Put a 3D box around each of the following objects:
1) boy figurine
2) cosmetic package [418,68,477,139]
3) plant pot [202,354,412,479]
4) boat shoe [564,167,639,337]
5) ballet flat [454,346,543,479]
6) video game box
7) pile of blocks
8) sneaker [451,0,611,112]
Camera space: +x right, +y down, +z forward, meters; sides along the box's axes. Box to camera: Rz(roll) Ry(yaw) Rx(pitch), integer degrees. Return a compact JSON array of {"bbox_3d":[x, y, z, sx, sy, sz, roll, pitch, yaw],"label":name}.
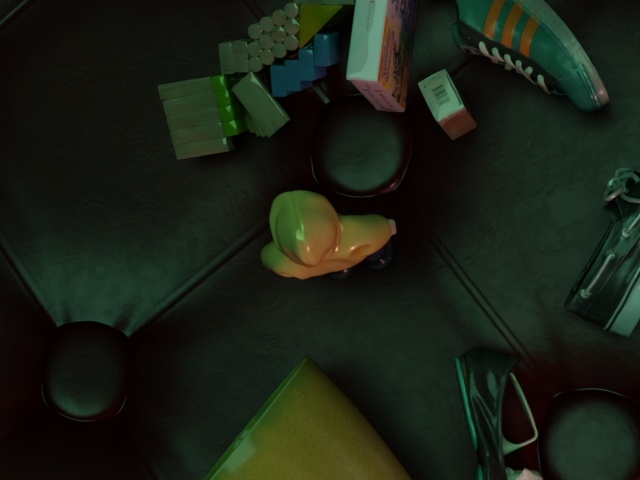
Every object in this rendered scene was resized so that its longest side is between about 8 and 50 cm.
[{"bbox_3d":[0.000,0.000,1.679,0.177,0.285,0.092,-15,79,17],"label":"boy figurine"},{"bbox_3d":[0.165,-0.174,1.740,0.041,0.115,0.060,-28,77,10],"label":"cosmetic package"},{"bbox_3d":[0.011,0.338,1.662,0.293,0.275,0.275,39,95,2],"label":"plant pot"},{"bbox_3d":[0.394,-0.038,1.658,0.105,0.113,0.306,25,100,3],"label":"boat shoe"},{"bbox_3d":[0.225,0.270,1.681,0.096,0.095,0.280,-4,82,4],"label":"ballet flat"},{"bbox_3d":[0.085,-0.285,1.740,0.048,0.187,0.205,6,85,17],"label":"video game box"},{"bbox_3d":[-0.055,-0.234,1.806,0.362,0.112,0.149,-35,89,28],"label":"pile of blocks"},{"bbox_3d":[0.247,-0.259,1.738,0.121,0.108,0.302,-40,66,9],"label":"sneaker"}]
